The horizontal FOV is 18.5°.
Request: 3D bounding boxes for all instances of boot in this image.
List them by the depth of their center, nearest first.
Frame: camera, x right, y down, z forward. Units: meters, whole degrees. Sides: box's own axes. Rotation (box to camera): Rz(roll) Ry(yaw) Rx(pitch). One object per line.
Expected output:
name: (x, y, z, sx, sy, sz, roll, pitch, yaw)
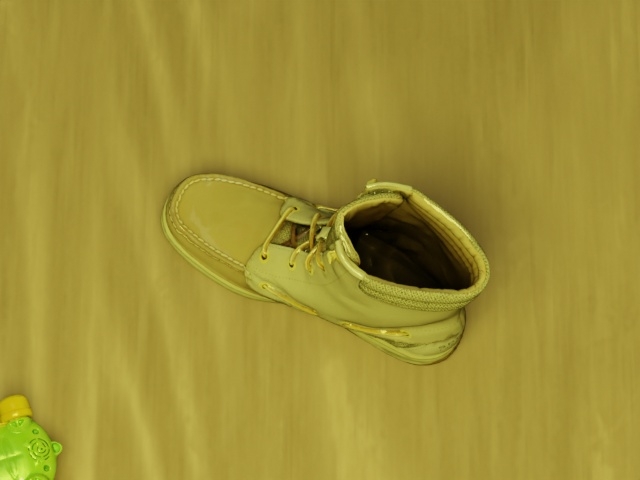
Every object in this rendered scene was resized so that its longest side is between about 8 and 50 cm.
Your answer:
boot: (0.000, 0.000, 1.498, 0.262, 0.203, 0.095, 28, 75, 4)

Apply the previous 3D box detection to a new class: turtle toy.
turtle toy: (-0.261, 0.179, 1.514, 0.130, 0.066, 0.095, -17, 76, -6)
